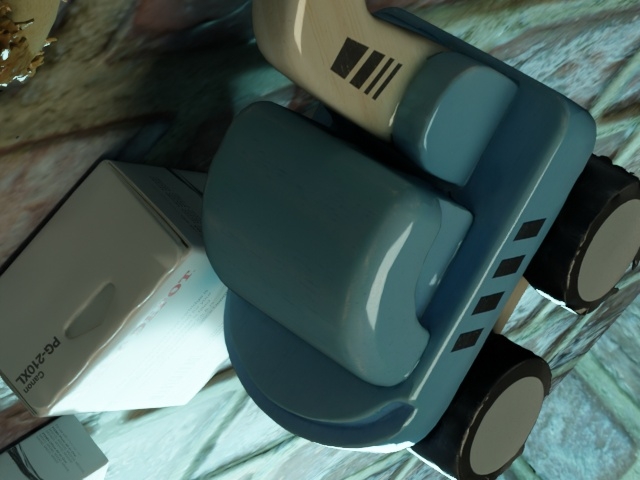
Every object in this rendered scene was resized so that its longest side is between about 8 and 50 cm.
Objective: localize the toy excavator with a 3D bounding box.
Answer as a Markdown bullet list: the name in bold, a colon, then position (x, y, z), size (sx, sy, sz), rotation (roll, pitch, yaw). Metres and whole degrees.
- **toy excavator**: position (0.037, -0.074, 1.246), size (0.445, 0.222, 0.433), rotation (18, 103, -58)

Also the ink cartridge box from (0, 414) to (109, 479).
- **ink cartridge box**: position (-0.263, 0.229, 1.704), size (0.150, 0.063, 0.109), rotation (-31, 160, -30)

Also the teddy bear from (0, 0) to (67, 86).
- **teddy bear**: position (-0.261, -0.057, 0.979), size (0.338, 0.113, 0.245), rotation (-53, 167, 10)

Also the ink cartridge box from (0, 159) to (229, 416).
- **ink cartridge box**: position (-0.130, 0.037, 1.466), size (0.172, 0.100, 0.237), rotation (-48, 163, 13)

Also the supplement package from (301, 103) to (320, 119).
- **supplement package**: position (0.038, -0.031, 1.609), size (0.105, 0.105, 0.179), rotation (-34, 149, -28)
